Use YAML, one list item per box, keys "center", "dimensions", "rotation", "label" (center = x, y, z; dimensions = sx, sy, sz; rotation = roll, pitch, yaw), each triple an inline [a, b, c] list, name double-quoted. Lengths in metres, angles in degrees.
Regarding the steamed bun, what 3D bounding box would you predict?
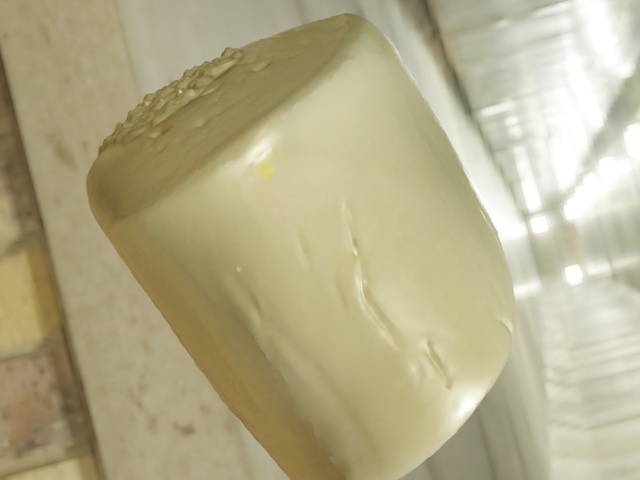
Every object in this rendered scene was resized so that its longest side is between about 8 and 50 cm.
- center: [0.000, 0.000, 0.758]
  dimensions: [0.155, 0.200, 0.250]
  rotation: [-34, -165, 2]
  label: "steamed bun"
